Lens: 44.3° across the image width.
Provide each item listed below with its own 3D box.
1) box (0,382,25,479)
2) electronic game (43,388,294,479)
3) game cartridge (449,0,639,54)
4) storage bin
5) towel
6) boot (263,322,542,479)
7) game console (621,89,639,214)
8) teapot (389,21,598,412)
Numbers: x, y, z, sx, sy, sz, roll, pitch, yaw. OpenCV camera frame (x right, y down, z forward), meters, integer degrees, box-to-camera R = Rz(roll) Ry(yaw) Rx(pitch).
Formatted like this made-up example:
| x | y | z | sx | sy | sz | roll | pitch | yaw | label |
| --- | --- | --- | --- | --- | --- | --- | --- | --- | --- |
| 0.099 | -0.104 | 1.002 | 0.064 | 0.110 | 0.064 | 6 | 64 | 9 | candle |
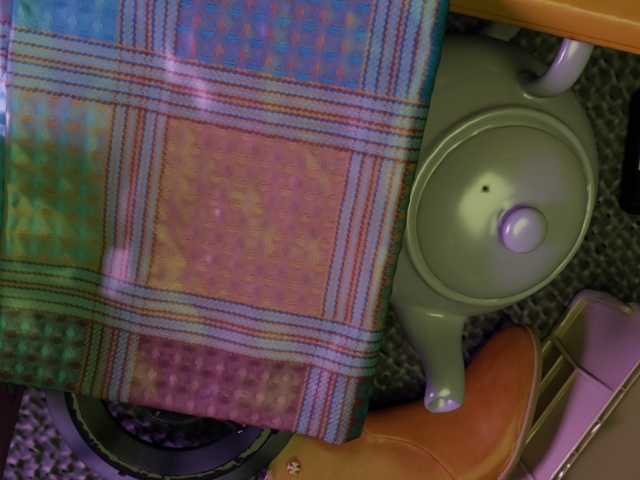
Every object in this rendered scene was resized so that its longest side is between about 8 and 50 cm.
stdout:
| x | y | z | sx | sy | sz | roll | pitch | yaw | label |
| --- | --- | --- | --- | --- | --- | --- | --- | --- | --- |
| -0.296 | 0.045 | 0.536 | 0.117 | 0.213 | 0.243 | -11 | 111 | -10 | box |
| -0.122 | 0.114 | 0.681 | 0.229 | 0.048 | 0.229 | -1 | 99 | -5 | electronic game |
| 0.198 | -0.286 | 0.520 | 0.285 | 0.052 | 0.323 | 14 | 82 | 1 | game cartridge |
| 0.321 | 0.216 | 0.803 | 0.262 | 0.123 | 0.260 | 29 | 100 | -21 | storage bin |
| -0.074 | -0.058 | 0.493 | 0.271 | 0.040 | 0.370 | 10 | 106 | 3 | towel |
| 0.065 | 0.185 | 0.742 | 0.211 | 0.104 | 0.295 | 22 | 95 | -11 | boot |
| 0.350 | -0.089 | 0.758 | 0.107 | 0.071 | 0.122 | 4 | 111 | 16 | game console |
| 0.124 | -0.043 | 0.624 | 0.252 | 0.187 | 0.256 | -31 | 113 | -2 | teapot |
